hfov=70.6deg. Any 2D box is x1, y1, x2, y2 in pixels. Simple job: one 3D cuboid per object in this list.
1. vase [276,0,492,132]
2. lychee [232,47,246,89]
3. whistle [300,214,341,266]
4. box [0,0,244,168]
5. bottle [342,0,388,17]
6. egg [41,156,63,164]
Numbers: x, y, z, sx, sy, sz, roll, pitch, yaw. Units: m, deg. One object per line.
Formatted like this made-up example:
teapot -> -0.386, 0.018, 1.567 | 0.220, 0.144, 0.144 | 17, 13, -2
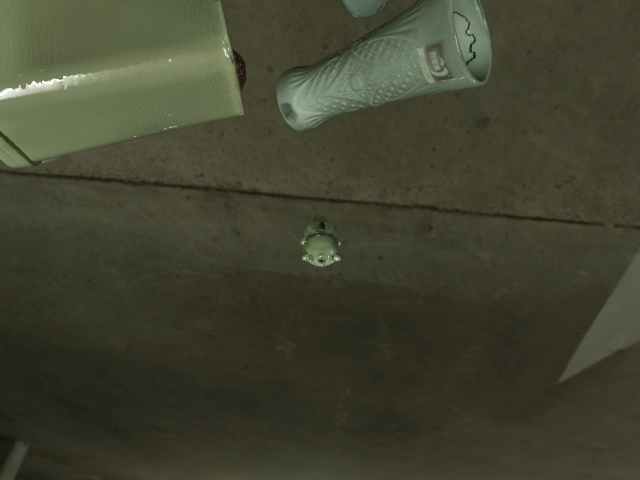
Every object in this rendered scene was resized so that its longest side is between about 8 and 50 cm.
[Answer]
vase -> 0.053, -0.175, 0.470 | 0.219, 0.096, 0.096 | -8, 142, 40
lychee -> -0.408, -0.619, 1.687 | 0.260, 0.261, 0.261 | 5, 143, 4
whistle -> 0.000, 0.000, 1.233 | 0.110, 0.244, 0.092 | -1, 121, -2
box -> -0.312, -0.316, 0.649 | 0.343, 0.352, 0.177 | -13, 162, -6
bottle -> 0.078, -0.456, 0.781 | 0.082, 0.286, 0.082 | 3, 127, 4
egg -> -0.526, -0.200, 0.860 | 0.135, 0.103, 0.103 | -30, 143, -13
